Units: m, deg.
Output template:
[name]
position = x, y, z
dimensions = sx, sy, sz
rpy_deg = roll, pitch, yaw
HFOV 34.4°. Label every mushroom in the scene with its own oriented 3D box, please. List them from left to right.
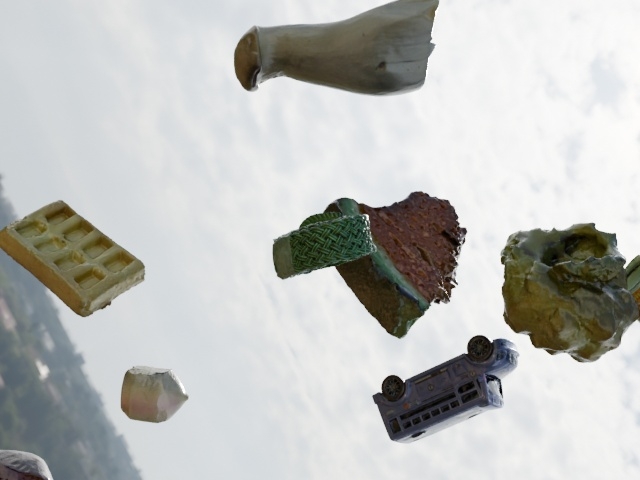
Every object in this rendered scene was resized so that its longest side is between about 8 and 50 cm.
[mushroom]
position = 0.026, -0.307, 1.648
dimensions = 0.122, 0.328, 0.159
rpy_deg = -96, -176, -82

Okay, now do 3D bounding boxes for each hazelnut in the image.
[hazelnut]
position = -0.606, 0.489, 2.006
dimensions = 0.201, 0.170, 0.161
rpy_deg = 11, -77, 22

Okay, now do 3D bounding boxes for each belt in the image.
[belt]
position = 0.000, 0.000, 1.422
dimensions = 0.151, 0.121, 0.079
rpy_deg = -19, -95, 35

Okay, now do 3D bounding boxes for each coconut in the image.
[coconut]
position = -0.305, 0.281, 1.909
dimensions = 0.110, 0.124, 0.110
rpy_deg = -174, -90, -86

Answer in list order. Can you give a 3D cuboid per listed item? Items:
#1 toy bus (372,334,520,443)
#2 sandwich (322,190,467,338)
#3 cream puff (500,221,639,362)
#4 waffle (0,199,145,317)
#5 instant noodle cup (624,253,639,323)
[toy bus]
position = 0.259, 0.294, 2.030
dimensions = 0.125, 0.292, 0.133
rpy_deg = 25, 41, -59
[sandwich]
position = 0.134, 0.032, 1.767
dimensions = 0.250, 0.301, 0.162
rpy_deg = 51, -46, 16
[cream puff]
position = 0.432, 0.069, 1.769
dimensions = 0.282, 0.281, 0.185
rpy_deg = 57, -44, 19
[waffle]
position = -0.490, 0.029, 2.025
dimensions = 0.274, 0.168, 0.057
rpy_deg = 36, -49, 21
[instant noodle cup]
position = 0.640, 0.114, 1.885
dimensions = 0.185, 0.168, 0.168
rpy_deg = 38, -15, -5
